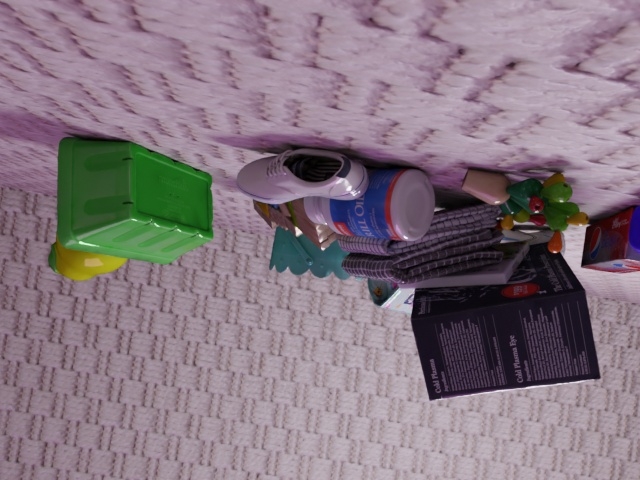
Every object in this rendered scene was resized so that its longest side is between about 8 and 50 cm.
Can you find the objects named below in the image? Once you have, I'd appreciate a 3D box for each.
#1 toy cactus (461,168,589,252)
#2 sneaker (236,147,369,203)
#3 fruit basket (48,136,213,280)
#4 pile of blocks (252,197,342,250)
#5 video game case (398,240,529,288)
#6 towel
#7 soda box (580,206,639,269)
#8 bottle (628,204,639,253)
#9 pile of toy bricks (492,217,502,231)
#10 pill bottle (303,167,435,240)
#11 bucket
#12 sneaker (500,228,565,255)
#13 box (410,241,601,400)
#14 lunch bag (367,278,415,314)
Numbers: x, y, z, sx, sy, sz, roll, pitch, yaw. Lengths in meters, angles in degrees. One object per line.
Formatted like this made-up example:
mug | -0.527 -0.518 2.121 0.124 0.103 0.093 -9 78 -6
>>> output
toy cactus | 0.308 -0.058 0.929 0.180 0.112 0.219 19 -175 6
sneaker | -0.046 -0.121 1.016 0.258 0.094 0.091 0 157 29
fruit basket | -0.480 -0.059 1.388 0.392 0.283 0.392 -3 169 -1
pile of blocks | -0.048 -0.094 1.326 0.112 0.149 0.362 -33 -156 -19
video game case | 0.306 0.052 1.261 0.227 0.026 0.206 -7 -166 34
towel | 0.206 0.010 1.220 0.283 0.121 0.235 -13 -177 -18
soda box | 0.564 0.006 1.098 0.083 0.092 0.263 10 176 9
bottle | 0.626 0.003 0.911 0.282 0.092 0.118 11 176 -11
pile of toy bricks | 0.354 0.000 1.415 0.118 0.105 0.212 10 175 -1
pill bottle | 0.080 -0.067 1.062 0.221 0.124 0.124 5 174 43
bucket | 0.000 0.000 1.573 0.281 0.183 0.281 6 180 0
sneaker | 0.478 0.013 1.439 0.085 0.086 0.237 11 177 -34
box | 0.363 0.153 1.228 0.312 0.179 0.343 -13 -168 15
lunch bag | 0.266 0.098 1.862 0.160 0.262 0.223 7 174 40
